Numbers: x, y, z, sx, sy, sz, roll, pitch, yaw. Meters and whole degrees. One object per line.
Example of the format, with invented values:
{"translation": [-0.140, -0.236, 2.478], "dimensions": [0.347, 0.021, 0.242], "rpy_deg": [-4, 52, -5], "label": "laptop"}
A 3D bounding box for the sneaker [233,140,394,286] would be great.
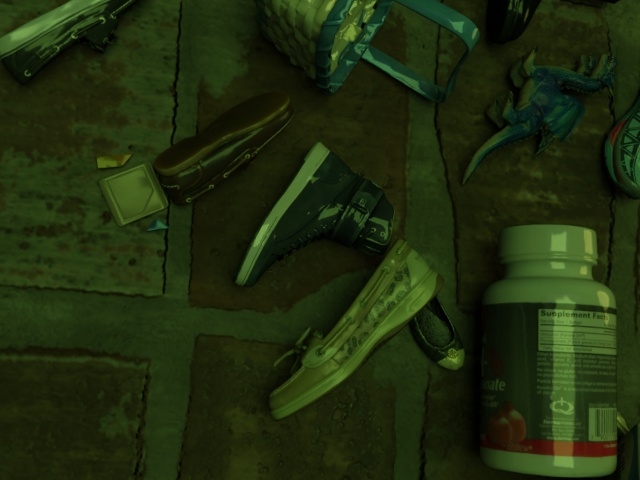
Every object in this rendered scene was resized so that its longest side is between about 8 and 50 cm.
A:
{"translation": [0.001, -0.001, 1.104], "dimensions": [0.163, 0.086, 0.226], "rpy_deg": [36, 74, -4], "label": "sneaker"}

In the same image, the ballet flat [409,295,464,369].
{"translation": [0.149, 0.102, 1.144], "dimensions": [0.057, 0.049, 0.173], "rpy_deg": [-28, 90, -15], "label": "ballet flat"}

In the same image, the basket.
{"translation": [0.060, -0.291, 1.075], "dimensions": [0.289, 0.255, 0.201], "rpy_deg": [35, 82, 3], "label": "basket"}

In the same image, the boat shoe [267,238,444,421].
{"translation": [0.031, 0.119, 1.082], "dimensions": [0.285, 0.104, 0.089], "rpy_deg": [-41, 88, -10], "label": "boat shoe"}

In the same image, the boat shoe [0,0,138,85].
{"translation": [-0.306, -0.274, 1.076], "dimensions": [0.228, 0.080, 0.076], "rpy_deg": [-34, 108, -19], "label": "boat shoe"}

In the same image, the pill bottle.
{"translation": [0.303, 0.144, 1.111], "dimensions": [0.176, 0.176, 0.318], "rpy_deg": [5, 81, -13], "label": "pill bottle"}

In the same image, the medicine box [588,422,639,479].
{"translation": [0.475, 0.404, 1.022], "dimensions": [0.289, 0.263, 0.149], "rpy_deg": [33, 109, 12], "label": "medicine box"}

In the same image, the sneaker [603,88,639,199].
{"translation": [0.517, -0.183, 1.237], "dimensions": [0.104, 0.125, 0.261], "rpy_deg": [31, 76, -7], "label": "sneaker"}

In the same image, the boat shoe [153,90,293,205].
{"translation": [-0.122, -0.123, 1.106], "dimensions": [0.207, 0.073, 0.073], "rpy_deg": [-32, 128, -13], "label": "boat shoe"}

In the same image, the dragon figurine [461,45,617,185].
{"translation": [0.326, -0.181, 1.210], "dimensions": [0.144, 0.085, 0.289], "rpy_deg": [32, 75, -7], "label": "dragon figurine"}

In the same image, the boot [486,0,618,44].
{"translation": [0.366, -0.390, 1.244], "dimensions": [0.207, 0.094, 0.246], "rpy_deg": [12, 73, -8], "label": "boot"}

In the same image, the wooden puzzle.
{"translation": [-0.245, -0.062, 1.090], "dimensions": [0.079, 0.014, 0.116], "rpy_deg": [-17, 86, -11], "label": "wooden puzzle"}

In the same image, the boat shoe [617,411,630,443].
{"translation": [0.417, 0.268, 1.188], "dimensions": [0.043, 0.049, 0.137], "rpy_deg": [-37, 94, -19], "label": "boat shoe"}
